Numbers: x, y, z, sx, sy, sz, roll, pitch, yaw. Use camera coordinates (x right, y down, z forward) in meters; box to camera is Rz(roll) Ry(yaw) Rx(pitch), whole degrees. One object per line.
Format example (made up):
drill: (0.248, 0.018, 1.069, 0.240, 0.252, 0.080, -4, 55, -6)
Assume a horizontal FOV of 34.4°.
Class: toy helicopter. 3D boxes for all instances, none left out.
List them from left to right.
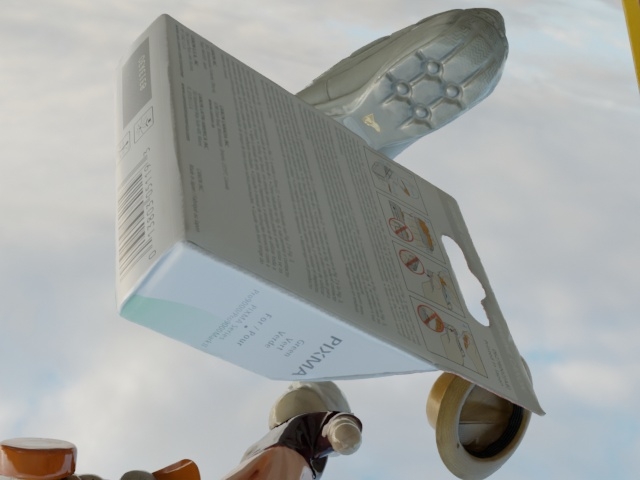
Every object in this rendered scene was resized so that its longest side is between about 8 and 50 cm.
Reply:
toy helicopter: (-0.296, 0.288, 1.217, 0.235, 0.140, 0.355, 5, 177, -31)

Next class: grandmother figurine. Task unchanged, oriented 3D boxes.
grandmother figurine: (-0.043, 0.215, 0.944, 0.104, 0.208, 0.342, 60, -158, -8)

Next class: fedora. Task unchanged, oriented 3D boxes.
fedora: (0.199, 0.220, 1.357, 0.194, 0.194, 0.079, -9, -162, -40)

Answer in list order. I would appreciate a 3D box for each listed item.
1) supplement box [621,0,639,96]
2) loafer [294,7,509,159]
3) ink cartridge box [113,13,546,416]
supplement box: (0.275, -0.138, 0.582, 0.188, 0.104, 0.081, -5, -156, 31)
loafer: (0.044, -0.124, 0.994, 0.319, 0.112, 0.111, -23, -160, 36)
ink cartridge box: (0.000, 0.000, 0.530, 0.225, 0.056, 0.181, 30, -150, -33)
